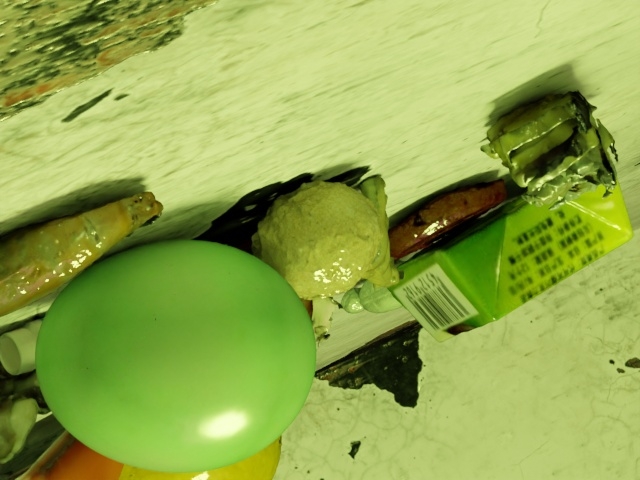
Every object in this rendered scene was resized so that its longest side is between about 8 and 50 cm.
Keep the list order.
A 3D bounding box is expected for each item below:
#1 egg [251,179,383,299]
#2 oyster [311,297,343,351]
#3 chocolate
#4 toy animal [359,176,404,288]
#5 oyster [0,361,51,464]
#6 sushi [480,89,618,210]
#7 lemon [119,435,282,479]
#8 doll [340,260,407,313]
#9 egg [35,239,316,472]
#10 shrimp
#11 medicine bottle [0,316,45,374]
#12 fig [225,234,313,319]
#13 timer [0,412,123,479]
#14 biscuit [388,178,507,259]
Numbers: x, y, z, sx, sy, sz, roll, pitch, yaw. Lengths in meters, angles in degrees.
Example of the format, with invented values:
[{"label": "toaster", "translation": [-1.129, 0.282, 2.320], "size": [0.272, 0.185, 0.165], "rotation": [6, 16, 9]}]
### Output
[{"label": "egg", "translation": [0.000, 0.000, 1.493], "size": [0.140, 0.116, 0.118], "rotation": [-19, 147, -17]}, {"label": "oyster", "translation": [-0.042, 0.127, 2.274], "size": [0.132, 0.072, 0.209], "rotation": [-17, 149, -15]}, {"label": "chocolate", "translation": [0.273, 0.018, 2.123], "size": [0.288, 0.137, 0.301], "rotation": [-30, 179, -16]}, {"label": "toy animal", "translation": [0.048, 0.002, 1.670], "size": [0.103, 0.101, 0.219], "rotation": [-27, 171, 0]}, {"label": "oyster", "translation": [-0.416, 0.202, 1.515], "size": [0.351, 0.115, 0.238], "rotation": [-17, -174, -6]}, {"label": "sushi", "translation": [0.253, -0.090, 1.629], "size": [0.139, 0.131, 0.291], "rotation": [-29, 178, 14]}, {"label": "lemon", "translation": [-0.188, 0.241, 1.845], "size": [0.297, 0.297, 0.297], "rotation": [-25, 171, -4]}, {"label": "doll", "translation": [0.119, 0.073, 2.346], "size": [0.103, 0.072, 0.214], "rotation": [-15, 170, -44]}, {"label": "egg", "translation": [-0.135, 0.109, 1.398], "size": [0.269, 0.220, 0.220], "rotation": [-4, 162, -25]}, {"label": "shrimp", "translation": [-0.240, 0.025, 1.203], "size": [0.253, 0.058, 0.173], "rotation": [-28, 179, 5]}, {"label": "medicine bottle", "translation": [-0.281, 0.105, 1.514], "size": [0.089, 0.052, 0.052], "rotation": [-18, 168, -42]}, {"label": "fig", "translation": [-0.129, 0.095, 1.582], "size": [0.274, 0.146, 0.170], "rotation": [-23, 179, -12]}, {"label": "timer", "translation": [-0.310, 0.271, 1.493], "size": [0.250, 0.161, 0.257], "rotation": [-45, -178, 20]}, {"label": "biscuit", "translation": [0.162, -0.031, 1.965], "size": [0.192, 0.049, 0.192], "rotation": [-30, 177, -2]}]
